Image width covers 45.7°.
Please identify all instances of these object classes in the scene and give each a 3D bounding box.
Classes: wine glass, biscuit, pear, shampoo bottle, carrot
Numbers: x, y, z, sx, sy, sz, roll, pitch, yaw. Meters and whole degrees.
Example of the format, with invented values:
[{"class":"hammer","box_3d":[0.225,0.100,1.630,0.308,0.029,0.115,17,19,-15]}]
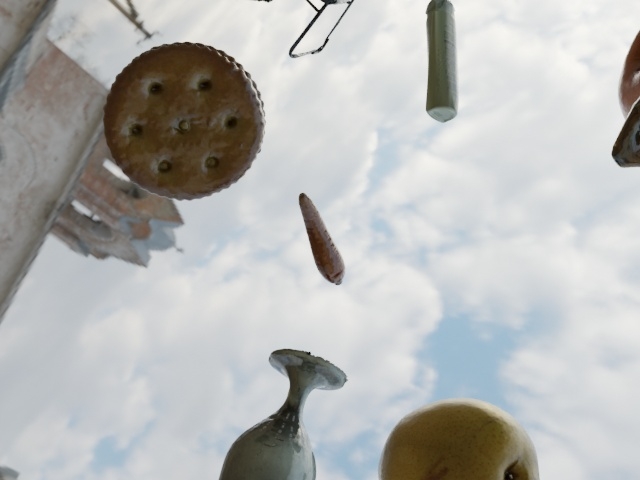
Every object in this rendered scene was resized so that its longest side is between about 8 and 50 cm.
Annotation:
[{"class":"wine glass","box_3d":[-0.054,0.271,0.999,0.126,0.126,0.241,-13,-134,44]},{"class":"biscuit","box_3d":[-0.182,-0.161,1.033,0.220,0.220,0.066,-43,-158,10]},{"class":"pear","box_3d":[0.260,0.446,1.428,0.314,0.314,0.314,-32,-145,26]},{"class":"shampoo bottle","box_3d":[0.203,-0.304,1.272,0.049,0.072,0.212,-15,-116,41]},{"class":"carrot","box_3d":[0.000,0.000,0.903,0.035,0.142,0.035,-17,-150,10]}]

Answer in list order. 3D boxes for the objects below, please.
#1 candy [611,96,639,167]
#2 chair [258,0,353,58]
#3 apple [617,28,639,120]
[{"class":"candy","box_3d":[0.471,-0.157,0.875,0.143,0.101,0.271,-48,-167,-17]},{"class":"chair","box_3d":[-0.002,-0.428,1.229,0.221,0.140,0.145,-44,178,26]},{"class":"apple","box_3d":[0.614,-0.256,1.193,0.299,0.275,0.299,-60,-172,14]}]
